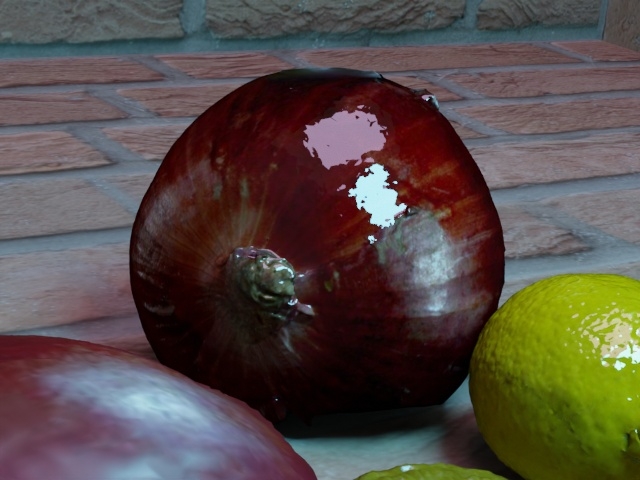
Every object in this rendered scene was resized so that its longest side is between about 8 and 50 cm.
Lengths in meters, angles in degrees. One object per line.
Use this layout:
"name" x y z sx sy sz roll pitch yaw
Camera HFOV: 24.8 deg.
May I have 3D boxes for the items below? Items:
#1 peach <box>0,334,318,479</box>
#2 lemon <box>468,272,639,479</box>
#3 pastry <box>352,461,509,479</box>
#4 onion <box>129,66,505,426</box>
"peach" -0.183 0.209 0.583 0.417 0.339 0.353 -2 1 4
"lemon" 0.220 0.121 1.175 0.188 0.188 0.257 -4 13 -27
"pastry" 0.086 0.225 0.955 0.189 0.103 0.188 6 19 -2
"onion" 0.007 0.000 1.309 0.341 0.341 0.341 5 19 -2
